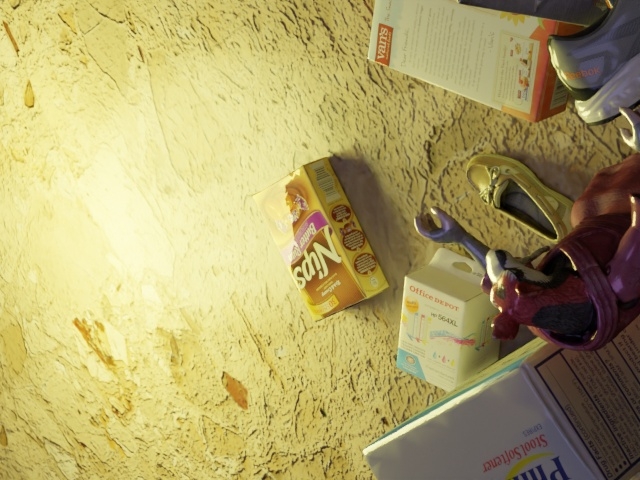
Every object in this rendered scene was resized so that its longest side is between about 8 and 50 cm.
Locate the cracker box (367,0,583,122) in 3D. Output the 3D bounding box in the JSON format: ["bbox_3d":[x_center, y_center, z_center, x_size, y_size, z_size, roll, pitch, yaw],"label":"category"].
[{"bbox_3d":[0.167,-0.240,1.432,0.232,0.067,0.155,26,123,32],"label":"cracker box"}]

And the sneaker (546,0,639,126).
[{"bbox_3d":[0.326,-0.220,1.197,0.271,0.100,0.108,-38,93,12],"label":"sneaker"}]

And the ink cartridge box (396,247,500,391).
[{"bbox_3d":[0.155,0.089,1.563,0.092,0.090,0.143,22,122,35],"label":"ink cartridge box"}]

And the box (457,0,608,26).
[{"bbox_3d":[0.254,-0.293,1.232,0.056,0.231,0.183,-97,19,-56],"label":"box"}]

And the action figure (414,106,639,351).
[{"bbox_3d":[0.271,0.031,1.231,0.248,0.370,0.275,-25,93,48],"label":"action figure"}]

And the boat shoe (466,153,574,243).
[{"bbox_3d":[0.219,-0.047,1.476,0.153,0.048,0.056,38,129,25],"label":"boat shoe"}]

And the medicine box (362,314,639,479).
[{"bbox_3d":[0.239,0.182,1.380,0.263,0.289,0.149,-38,80,45],"label":"medicine box"}]

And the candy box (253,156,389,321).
[{"bbox_3d":[0.000,0.000,1.698,0.109,0.053,0.186,-28,88,45],"label":"candy box"}]
